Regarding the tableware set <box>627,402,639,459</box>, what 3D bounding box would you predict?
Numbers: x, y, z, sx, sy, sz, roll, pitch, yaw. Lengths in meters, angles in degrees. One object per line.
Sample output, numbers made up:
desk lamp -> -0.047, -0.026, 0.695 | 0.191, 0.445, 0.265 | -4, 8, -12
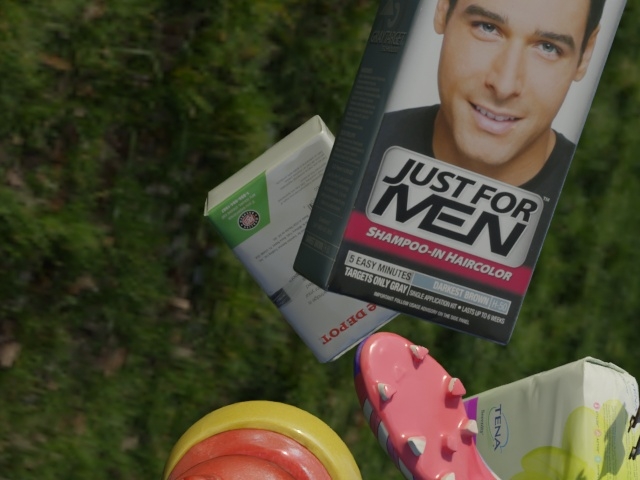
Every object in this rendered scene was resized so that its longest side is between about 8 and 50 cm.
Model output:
tableware set -> 0.335, 0.137, 1.463 | 0.141, 0.020, 0.169 | -22, 131, -74

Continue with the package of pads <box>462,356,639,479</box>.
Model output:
package of pads -> 0.244, 0.293, 1.601 | 0.101, 0.229, 0.297 | 21, 59, -34

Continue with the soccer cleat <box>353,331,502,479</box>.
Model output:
soccer cleat -> 0.092, 0.178, 1.126 | 0.248, 0.095, 0.083 | 51, 54, -13

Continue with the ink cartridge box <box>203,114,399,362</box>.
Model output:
ink cartridge box -> 0.000, 0.000, 1.618 | 0.219, 0.160, 0.092 | 53, 8, -16

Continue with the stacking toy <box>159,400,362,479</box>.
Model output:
stacking toy -> -0.033, 0.278, 0.790 | 0.279, 0.309, 0.130 | -43, 179, 6

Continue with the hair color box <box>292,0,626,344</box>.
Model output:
hair color box -> 0.129, -0.115, 1.320 | 0.185, 0.113, 0.374 | 17, 93, -18
